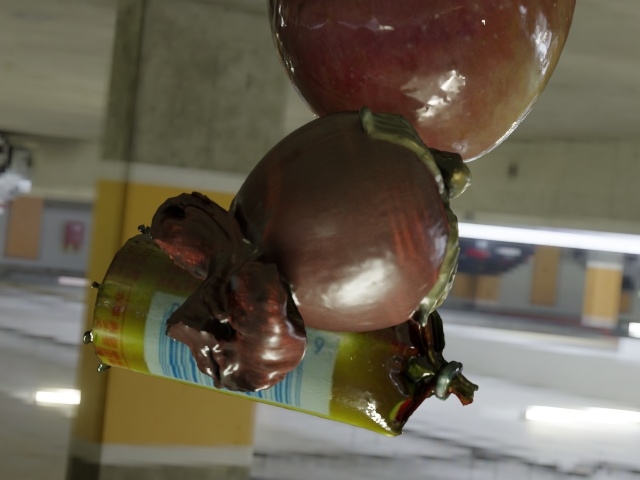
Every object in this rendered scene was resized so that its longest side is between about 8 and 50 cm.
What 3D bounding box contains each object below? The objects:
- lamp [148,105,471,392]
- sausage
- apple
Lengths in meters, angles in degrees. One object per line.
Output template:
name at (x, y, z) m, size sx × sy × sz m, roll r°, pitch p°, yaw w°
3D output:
lamp at (0.008, 0.008, 1.056) m, size 0.151 × 0.223 × 0.215 m, roll 53°, pitch -178°, yaw -26°
sausage at (-0.023, 0.078, 1.287) m, size 0.317 × 0.125 × 0.117 m, roll 13°, pitch 146°, yaw 12°
apple at (0.095, -0.219, 1.409) m, size 0.306 × 0.305 × 0.235 m, roll 6°, pitch 150°, yaw 28°
